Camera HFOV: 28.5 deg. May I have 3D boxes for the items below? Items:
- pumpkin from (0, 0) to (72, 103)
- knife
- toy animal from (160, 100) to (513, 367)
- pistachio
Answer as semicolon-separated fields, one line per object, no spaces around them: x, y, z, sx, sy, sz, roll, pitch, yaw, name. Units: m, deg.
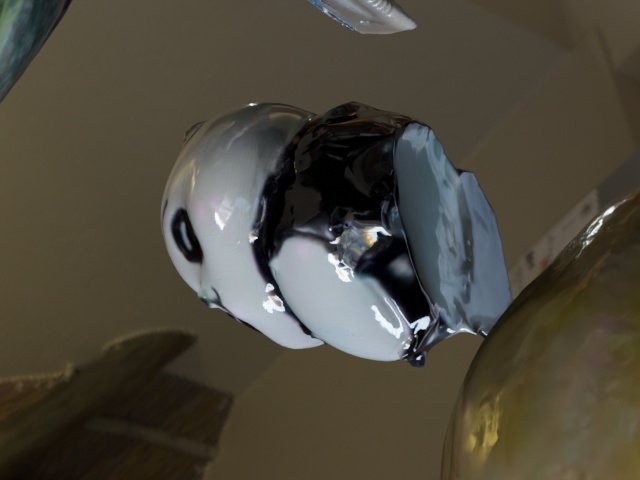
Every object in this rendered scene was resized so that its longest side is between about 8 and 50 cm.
-0.232;-0.161;0.433;0.323;0.241;0.323;29;-138;-29;pumpkin
-0.018;-0.212;0.948;0.089;0.043;0.365;14;-179;27;knife
0.000;0.000;0.692;0.138;0.179;0.166;-60;-41;-37;toy animal
0.145;0.065;0.556;0.163;0.213;0.260;48;-130;-27;pistachio
